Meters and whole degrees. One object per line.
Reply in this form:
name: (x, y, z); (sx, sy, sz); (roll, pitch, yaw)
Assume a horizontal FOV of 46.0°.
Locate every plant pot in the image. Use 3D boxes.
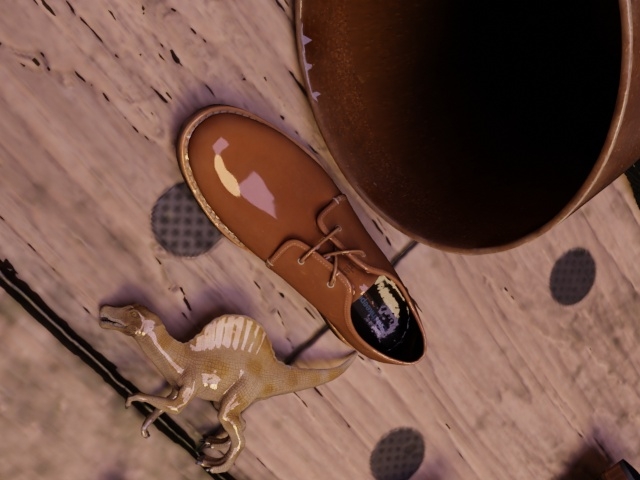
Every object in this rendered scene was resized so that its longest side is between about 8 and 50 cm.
plant pot: (0.141, -0.130, 0.438); (0.230, 0.215, 0.215); (-22, 112, -34)

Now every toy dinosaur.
toy dinosaur: (-0.053, 0.092, 0.471); (0.183, 0.053, 0.093); (19, 93, -28)

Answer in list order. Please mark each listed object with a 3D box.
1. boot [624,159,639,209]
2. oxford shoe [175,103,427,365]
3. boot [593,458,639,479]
boot: (0.289, -0.071, 0.597); (0.099, 0.045, 0.121); (-46, 116, -11)
oxford shoe: (0.000, 0.000, 0.461); (0.076, 0.076, 0.212); (-47, 115, -6)
boot: (0.273, 0.279, 0.675); (0.106, 0.082, 0.219); (-37, 122, 12)
